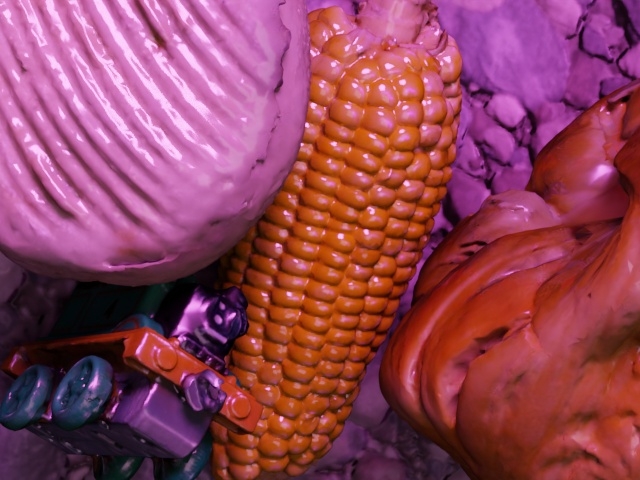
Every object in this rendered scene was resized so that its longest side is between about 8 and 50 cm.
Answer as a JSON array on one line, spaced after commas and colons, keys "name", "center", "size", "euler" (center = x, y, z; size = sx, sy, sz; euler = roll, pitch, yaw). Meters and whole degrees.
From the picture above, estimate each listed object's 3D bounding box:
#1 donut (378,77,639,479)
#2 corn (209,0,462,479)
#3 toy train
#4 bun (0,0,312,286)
[{"name": "donut", "center": [0.195, 0.009, 0.851], "size": [0.360, 0.360, 0.170], "euler": [-42, 98, -2]}, {"name": "corn", "center": [0.000, 0.000, 0.905], "size": [0.130, 0.130, 0.347], "euler": [12, 106, -21]}, {"name": "toy train", "center": [-0.111, 0.073, 0.859], "size": [0.091, 0.227, 0.136], "euler": [37, 63, -25]}, {"name": "bun", "center": [-0.115, -0.091, 0.811], "size": [0.239, 0.141, 0.239], "euler": [1, 93, 14]}]
